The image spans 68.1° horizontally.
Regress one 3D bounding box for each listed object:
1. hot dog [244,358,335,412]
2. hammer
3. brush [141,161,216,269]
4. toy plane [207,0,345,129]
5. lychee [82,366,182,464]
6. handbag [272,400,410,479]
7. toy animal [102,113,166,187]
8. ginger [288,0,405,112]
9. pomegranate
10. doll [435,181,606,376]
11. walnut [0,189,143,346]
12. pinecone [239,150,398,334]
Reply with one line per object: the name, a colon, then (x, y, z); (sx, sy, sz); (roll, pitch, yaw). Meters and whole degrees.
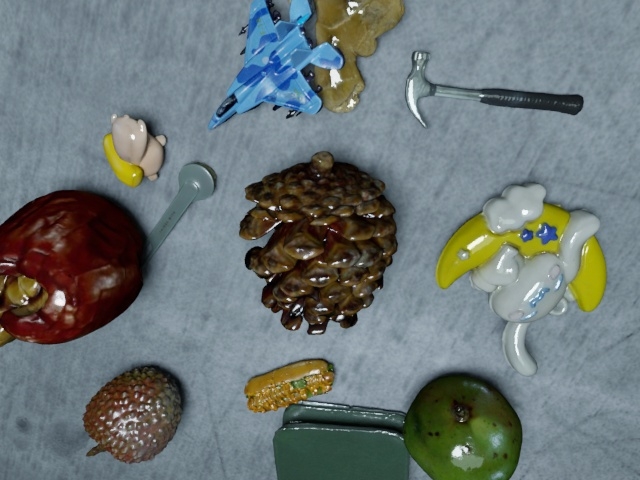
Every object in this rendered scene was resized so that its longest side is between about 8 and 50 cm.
hot dog: (-0.061, 0.266, 0.855); (0.188, 0.055, 0.072); (-23, 106, 14)
hammer: (0.243, -0.199, 0.671); (0.247, 0.029, 0.103); (9, 109, 3)
brush: (-0.262, -0.026, 0.802); (0.062, 0.027, 0.266); (40, 113, -6)
toy plane: (-0.081, -0.223, 0.666); (0.246, 0.078, 0.169); (-30, 91, 44)
lychee: (-0.340, 0.322, 0.853); (0.165, 0.165, 0.197); (37, 82, -6)
handbag: (0.042, 0.435, 0.888); (0.248, 0.079, 0.260); (2, 110, 7)
toy animal: (-0.286, -0.148, 0.739); (0.091, 0.082, 0.114); (35, 128, 29)
ginger: (0.021, -0.345, 0.627); (0.148, 0.081, 0.333); (-10, 106, 33)
pomegranate: (0.233, 0.330, 0.787); (0.187, 0.187, 0.225); (-2, 138, 8)
doll: (0.305, 0.050, 0.704); (0.237, 0.111, 0.252); (37, 100, -7)
walnut: (-0.402, 0.051, 0.715); (0.244, 0.269, 0.221); (-37, 100, 15)
pinecone: (0.000, 0.000, 0.676); (0.224, 0.224, 0.272); (0, 126, 7)
